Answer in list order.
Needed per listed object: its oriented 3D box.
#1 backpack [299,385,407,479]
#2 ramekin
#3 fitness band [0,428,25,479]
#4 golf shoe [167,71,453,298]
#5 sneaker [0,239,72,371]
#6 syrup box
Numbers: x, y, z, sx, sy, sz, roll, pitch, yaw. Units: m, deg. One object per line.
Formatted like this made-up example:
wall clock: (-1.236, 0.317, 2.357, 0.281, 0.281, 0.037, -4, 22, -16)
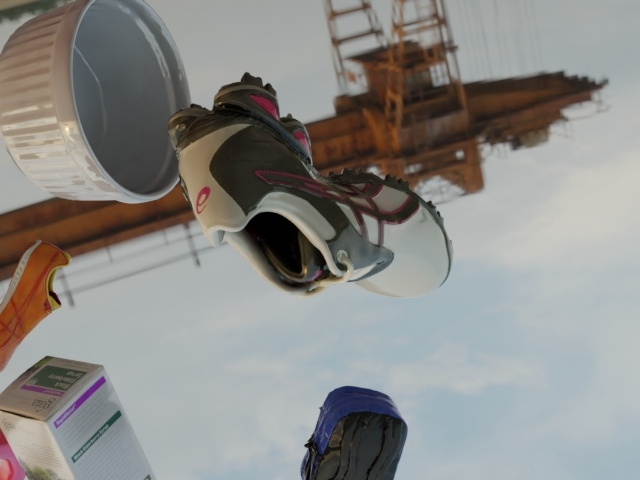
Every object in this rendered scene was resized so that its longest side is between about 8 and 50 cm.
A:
backpack: (0.032, 0.215, 1.096, 0.098, 0.120, 0.101, 9, -157, -20)
ramekin: (-0.225, -0.135, 1.001, 0.109, 0.207, 0.207, -6, -159, 25)
fitness band: (-0.448, 0.330, 1.139, 0.054, 0.209, 0.291, 36, -115, 24)
golf shoe: (0.000, 0.000, 0.728, 0.105, 0.273, 0.120, -33, -134, 30)
sneaker: (-0.352, 0.087, 1.217, 0.067, 0.175, 0.064, 26, -172, -9)
syrup box: (-0.253, 0.247, 1.107, 0.093, 0.236, 0.096, 3, -147, 35)
